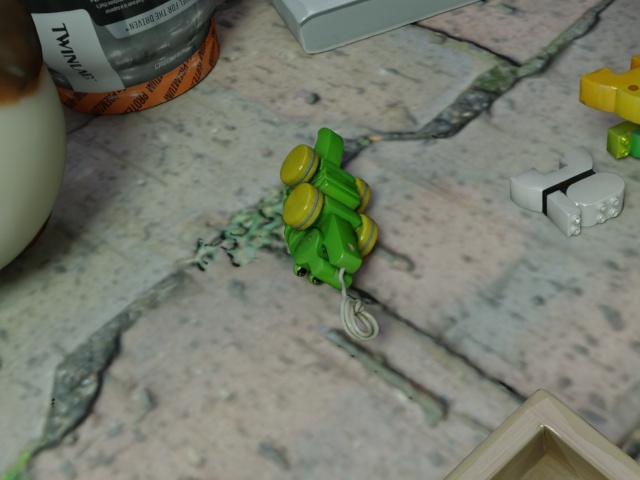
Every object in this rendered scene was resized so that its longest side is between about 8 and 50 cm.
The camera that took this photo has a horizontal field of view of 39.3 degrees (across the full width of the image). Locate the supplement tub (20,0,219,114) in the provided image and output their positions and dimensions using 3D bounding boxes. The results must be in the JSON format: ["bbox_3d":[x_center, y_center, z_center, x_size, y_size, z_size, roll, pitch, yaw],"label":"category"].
[{"bbox_3d":[-0.187,-0.267,0.685,0.194,0.316,0.193,-7,42,7],"label":"supplement tub"}]

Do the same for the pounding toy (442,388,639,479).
[{"bbox_3d":[0.076,0.192,0.304,0.206,0.094,0.181,-40,53,-15],"label":"pounding toy"}]

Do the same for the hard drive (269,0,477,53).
[{"bbox_3d":[0.028,-0.294,0.870,0.203,0.040,0.307,-20,42,-8],"label":"hard drive"}]

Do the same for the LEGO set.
[{"bbox_3d":[0.238,-0.073,0.549,0.227,0.087,0.093,-23,43,-10],"label":"LEGO set"}]

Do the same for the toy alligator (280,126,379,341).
[{"bbox_3d":[0.000,0.000,0.556,0.051,0.056,0.189,-43,33,30],"label":"toy alligator"}]

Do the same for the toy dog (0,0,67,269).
[{"bbox_3d":[-0.314,0.000,0.464,0.395,0.284,0.408,25,53,17],"label":"toy dog"}]
